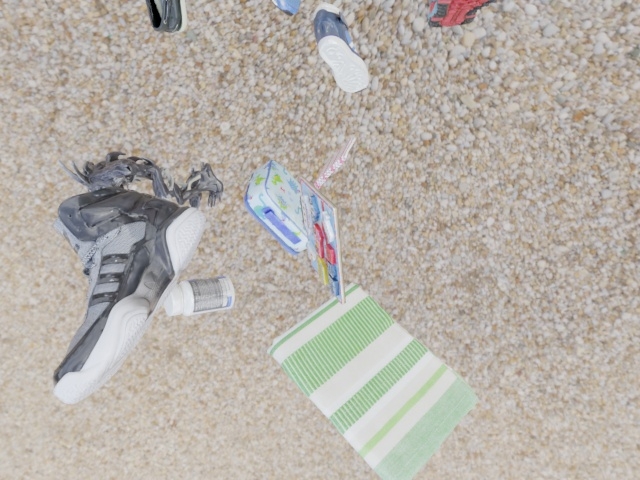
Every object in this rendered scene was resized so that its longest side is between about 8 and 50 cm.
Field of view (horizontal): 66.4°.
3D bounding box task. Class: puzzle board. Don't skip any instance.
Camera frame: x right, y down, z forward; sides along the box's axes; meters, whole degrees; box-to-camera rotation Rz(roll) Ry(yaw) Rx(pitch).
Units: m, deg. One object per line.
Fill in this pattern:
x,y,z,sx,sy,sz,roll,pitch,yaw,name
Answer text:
0.000,0.000,0.572,0.011,0.096,0.128,-18,123,-18,puzzle board

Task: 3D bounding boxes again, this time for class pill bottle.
-0.262,0.120,1.053,0.137,0.078,0.078,-5,133,-36,pill bottle

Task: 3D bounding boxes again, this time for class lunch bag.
-0.093,-0.081,1.229,0.090,0.176,0.219,-29,123,24,lunch bag

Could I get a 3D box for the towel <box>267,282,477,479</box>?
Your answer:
0.092,0.239,0.879,0.324,0.247,0.038,41,142,24,towel

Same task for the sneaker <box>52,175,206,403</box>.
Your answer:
-0.259,0.042,0.575,0.153,0.269,0.101,30,148,-6,sneaker

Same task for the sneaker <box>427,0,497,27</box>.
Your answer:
0.221,-0.431,0.781,0.104,0.262,0.125,-7,100,-2,sneaker

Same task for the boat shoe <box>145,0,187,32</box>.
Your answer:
-0.485,-0.783,1.426,0.127,0.113,0.340,23,130,27,boat shoe

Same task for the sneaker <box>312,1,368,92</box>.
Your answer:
0.077,-0.722,1.796,0.130,0.237,0.322,-15,157,24,sneaker

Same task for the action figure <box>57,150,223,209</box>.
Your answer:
-0.309,-0.082,0.866,0.164,0.275,0.141,-1,92,41,action figure

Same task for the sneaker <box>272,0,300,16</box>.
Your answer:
-0.069,-0.844,1.459,0.147,0.129,0.330,10,93,41,sneaker

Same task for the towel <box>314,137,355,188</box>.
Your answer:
0.056,-0.289,1.822,0.029,0.144,0.197,38,133,-13,towel
